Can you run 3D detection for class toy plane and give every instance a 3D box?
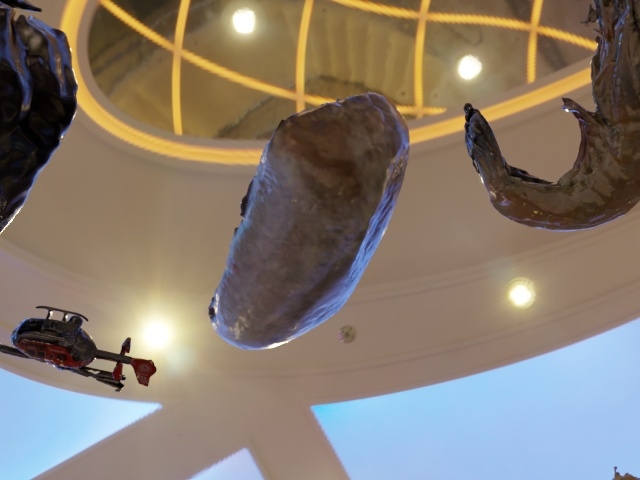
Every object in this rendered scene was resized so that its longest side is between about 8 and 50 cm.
[{"bbox_3d":[-0.218,0.099,0.786,0.145,0.060,0.037,14,-144,-6],"label":"toy plane"}]

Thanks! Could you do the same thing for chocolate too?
[{"bbox_3d":[0.000,0.000,0.875,0.100,0.303,0.185,42,-136,19],"label":"chocolate"}]

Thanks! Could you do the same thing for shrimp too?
[{"bbox_3d":[0.178,-0.107,0.633,0.152,0.046,0.219,-3,-63,-1],"label":"shrimp"}]

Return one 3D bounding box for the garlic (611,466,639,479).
[{"bbox_3d":[0.297,0.252,0.766,0.074,0.094,0.113,4,-91,9],"label":"garlic"}]

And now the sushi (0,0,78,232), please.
[{"bbox_3d":[-0.397,-0.137,0.744,0.299,0.294,0.281,7,-102,25],"label":"sushi"}]
